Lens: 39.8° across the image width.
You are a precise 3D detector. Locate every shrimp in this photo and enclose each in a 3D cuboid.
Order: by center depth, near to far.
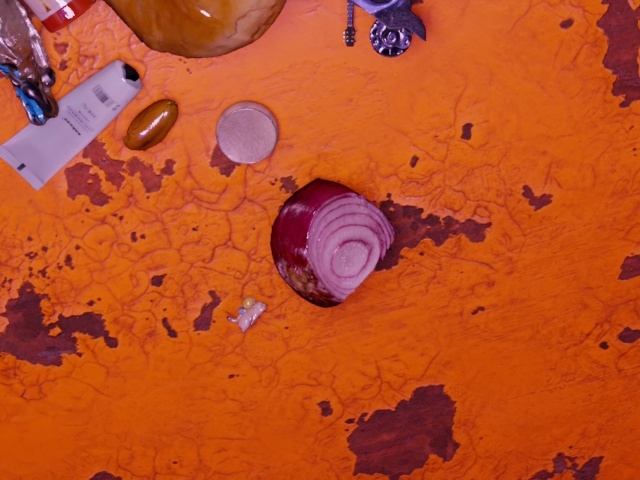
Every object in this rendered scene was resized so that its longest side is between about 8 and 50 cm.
[{"bbox_3d":[-0.613,-0.381,1.515,0.221,0.110,0.446,-33,109,13],"label":"shrimp"}]

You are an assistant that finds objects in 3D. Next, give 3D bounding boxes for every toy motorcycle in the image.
[{"bbox_3d":[0.070,-0.480,1.498,0.358,0.125,0.213,37,109,-15],"label":"toy motorcycle"}]

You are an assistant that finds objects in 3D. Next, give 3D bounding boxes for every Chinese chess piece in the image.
[{"bbox_3d":[-0.140,-0.206,1.689,0.122,0.051,0.122,-2,118,-3],"label":"Chinese chess piece"}]

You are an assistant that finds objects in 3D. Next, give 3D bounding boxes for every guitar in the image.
[{"bbox_3d":[0.054,-0.464,1.590,0.088,0.025,0.234,-3,118,-4],"label":"guitar"}]

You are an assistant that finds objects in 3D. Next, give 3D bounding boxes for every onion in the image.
[{"bbox_3d":[-0.004,0.000,1.731,0.216,0.207,0.206,-45,106,-29],"label":"onion"}]

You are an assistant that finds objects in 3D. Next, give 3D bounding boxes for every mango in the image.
[{"bbox_3d":[-0.313,-0.214,1.650,0.127,0.077,0.063,-41,117,7],"label":"mango"}]

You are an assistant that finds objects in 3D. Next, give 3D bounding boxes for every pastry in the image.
[{"bbox_3d":[-0.212,-0.488,1.385,0.409,0.245,0.410,21,133,25],"label":"pastry"}]

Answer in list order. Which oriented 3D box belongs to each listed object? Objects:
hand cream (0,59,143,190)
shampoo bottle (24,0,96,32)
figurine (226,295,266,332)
[{"bbox_3d":[-0.462,-0.219,1.648,0.320,0.067,0.109,-36,115,17],"label":"hand cream"},{"bbox_3d":[-0.500,-0.489,1.472,0.104,0.104,0.278,-31,116,10],"label":"shampoo bottle"},{"bbox_3d":[-0.157,0.153,1.878,0.050,0.047,0.083,39,103,-11],"label":"figurine"}]
